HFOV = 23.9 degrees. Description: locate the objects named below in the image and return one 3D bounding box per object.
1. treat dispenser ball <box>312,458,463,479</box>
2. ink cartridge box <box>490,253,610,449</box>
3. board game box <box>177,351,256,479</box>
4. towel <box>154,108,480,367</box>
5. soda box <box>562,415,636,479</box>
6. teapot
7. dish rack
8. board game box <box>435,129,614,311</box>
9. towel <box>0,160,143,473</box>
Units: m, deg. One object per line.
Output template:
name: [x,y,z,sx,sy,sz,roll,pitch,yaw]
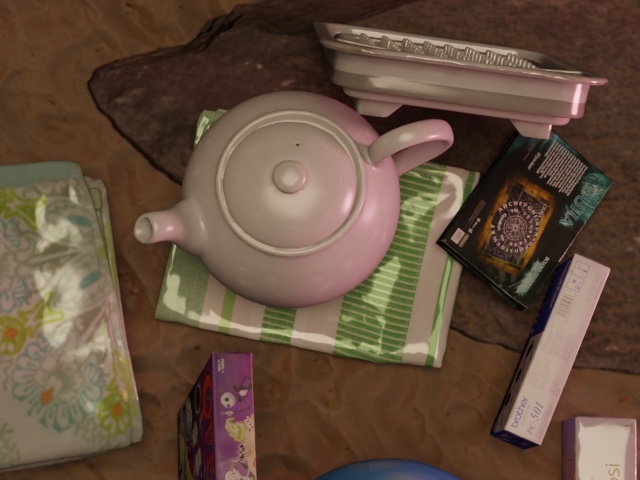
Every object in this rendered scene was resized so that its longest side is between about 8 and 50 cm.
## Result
treat dispenser ball: [0.069,0.361,1.496,0.288,0.288,0.288,1,80,-3]
ink cartridge box: [0.249,0.122,1.646,0.046,0.097,0.207,24,79,1]
board game box: [-0.102,0.307,1.500,0.056,0.208,0.347,5,65,-18]
towel: [0.000,0.000,1.686,0.325,0.038,0.248,12,80,-1]
soda box: [0.299,0.300,1.627,0.069,0.074,0.216,2,80,-3]
teapot: [-0.025,-0.052,1.583,0.252,0.187,0.256,26,80,2]
dish rack: [0.131,-0.171,1.592,0.285,0.333,0.072,7,103,-4]
board game box: [0.230,-0.031,1.687,0.126,0.026,0.186,39,74,-8]
towel: [-0.377,0.086,1.558,0.374,0.090,0.320,-6,79,-30]
